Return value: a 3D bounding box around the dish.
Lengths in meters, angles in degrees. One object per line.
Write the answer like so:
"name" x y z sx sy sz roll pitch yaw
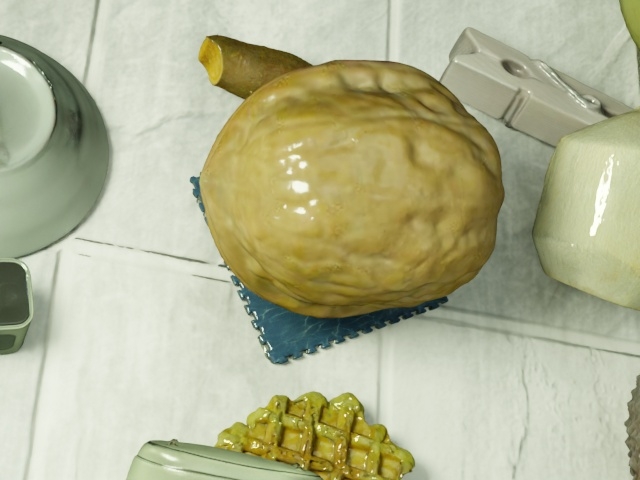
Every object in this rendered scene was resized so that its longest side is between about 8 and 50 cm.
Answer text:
"dish" -0.391 -0.133 1.504 0.317 0.106 0.316 8 63 -17

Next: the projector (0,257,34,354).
"projector" -0.360 0.073 1.429 0.083 0.082 0.083 -1 66 -21

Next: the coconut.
"coconut" 0.399 -0.045 1.666 0.245 0.245 0.247 18 96 -12

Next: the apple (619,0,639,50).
"apple" 0.650 -0.379 1.833 0.474 0.473 0.473 9 63 -17

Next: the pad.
"pad" 0.000 0.000 1.644 0.270 0.012 0.269 -19 73 -27

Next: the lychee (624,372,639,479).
"lychee" 0.493 0.240 1.570 0.300 0.300 0.300 9 63 -17

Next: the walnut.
"walnut" 0.028 -0.056 1.498 0.344 0.306 0.306 6 64 -20

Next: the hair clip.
"hair clip" 0.324 -0.178 1.810 0.331 0.085 0.101 24 49 -3

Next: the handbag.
"handbag" -0.120 0.372 1.356 0.241 0.109 0.315 12 87 -2

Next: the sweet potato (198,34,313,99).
"sweet potato" -0.049 -0.201 1.692 0.244 0.077 0.077 17 60 -27

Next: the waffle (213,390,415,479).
"waffle" -0.011 0.300 1.469 0.291 0.051 0.291 8 63 -16
